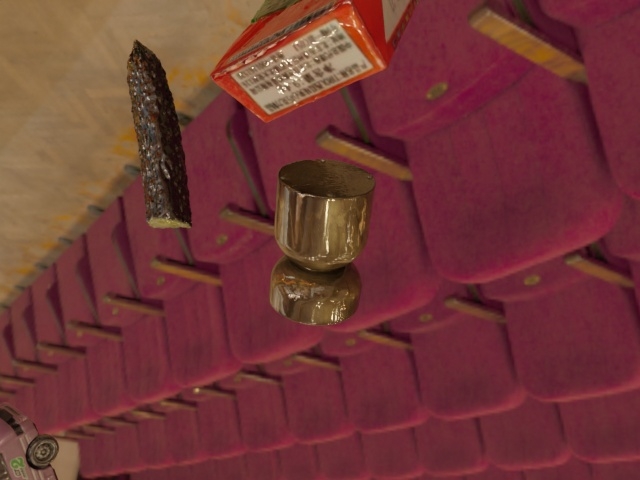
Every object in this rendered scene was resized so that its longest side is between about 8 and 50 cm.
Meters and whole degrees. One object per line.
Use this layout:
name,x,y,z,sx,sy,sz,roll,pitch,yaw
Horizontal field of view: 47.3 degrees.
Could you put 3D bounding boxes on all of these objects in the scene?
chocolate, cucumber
chocolate,0.004,-0.417,1.436,0.360,0.341,0.161,-17,124,37
cucumber,-0.244,-0.160,1.102,0.072,0.300,0.072,-9,173,-1

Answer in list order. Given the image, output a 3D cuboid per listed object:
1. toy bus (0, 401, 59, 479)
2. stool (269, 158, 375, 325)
toy bus,-0.340,0.288,0.808,0.108,0.199,0.096,-27,-156,-38
stool,0.000,0.000,1.362,0.179,0.179,0.264,5,118,-3
